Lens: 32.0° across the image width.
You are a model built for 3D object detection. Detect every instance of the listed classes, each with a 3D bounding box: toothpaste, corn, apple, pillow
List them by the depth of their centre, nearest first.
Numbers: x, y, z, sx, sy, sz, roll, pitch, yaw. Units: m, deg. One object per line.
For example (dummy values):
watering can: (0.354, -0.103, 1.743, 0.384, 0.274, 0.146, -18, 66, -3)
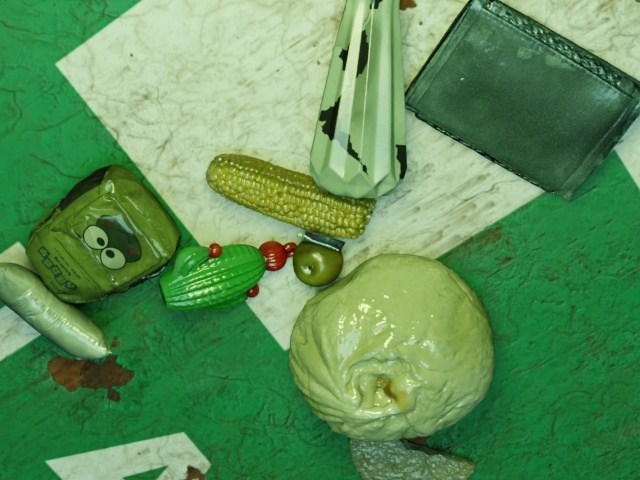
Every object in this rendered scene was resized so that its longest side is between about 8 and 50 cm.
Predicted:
corn: (-0.051, -0.078, 1.877, 0.292, 0.101, 0.101, 18, 112, -9)
toothpaste: (0.000, 0.000, 1.895, 0.083, 0.027, 0.019, 15, 129, 5)
apple: (-0.004, 0.036, 1.932, 0.090, 0.074, 0.089, 5, 107, 18)
pillow: (-0.480, 0.121, 1.954, 0.254, 0.144, 0.078, 42, 76, -17)

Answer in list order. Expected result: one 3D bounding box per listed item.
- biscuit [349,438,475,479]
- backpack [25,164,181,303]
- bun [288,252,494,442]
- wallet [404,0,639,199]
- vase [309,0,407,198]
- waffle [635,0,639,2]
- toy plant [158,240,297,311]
biscuit: (0.159, 0.435, 2.126, 0.250, 0.032, 0.133, 21, 113, -8)
backpack: (-0.373, -0.003, 1.901, 0.253, 0.140, 0.207, -30, 108, 22)
bun: (0.128, 0.204, 1.924, 0.352, 0.227, 0.349, 24, 110, -11)
wallet: (0.330, -0.234, 1.818, 0.342, 0.075, 0.237, 27, 117, -12)
vase: (0.073, -0.254, 1.768, 0.165, 0.165, 0.360, 5, 106, -1)
waffle: (0.615, -0.467, 1.717, 0.309, 0.056, 0.292, -40, 106, 17)
toy plant: (-0.164, 0.063, 1.933, 0.240, 0.088, 0.154, -1, 132, -34)
